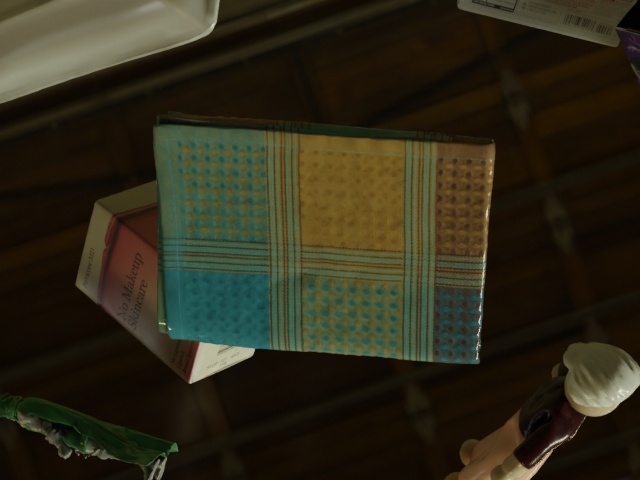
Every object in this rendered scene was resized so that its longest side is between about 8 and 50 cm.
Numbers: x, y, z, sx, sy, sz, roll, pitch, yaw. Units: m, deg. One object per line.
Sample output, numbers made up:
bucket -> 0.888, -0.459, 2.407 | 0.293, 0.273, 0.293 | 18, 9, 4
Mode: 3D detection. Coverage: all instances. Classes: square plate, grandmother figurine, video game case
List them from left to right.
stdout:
square plate -> -0.168, -0.286, 1.064 | 0.049, 0.347, 0.344 | 8, 171, -36
grandmother figurine -> 0.278, 0.223, 1.874 | 0.342, 0.104, 0.208 | -51, -168, 51
video game case -> 0.314, -0.366, 1.979 | 0.227, 0.206, 0.026 | 13, -141, -5

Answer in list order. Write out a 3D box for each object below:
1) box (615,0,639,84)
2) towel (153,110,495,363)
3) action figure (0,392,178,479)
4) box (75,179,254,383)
box -> 0.503, -0.228, 1.994 | 0.108, 0.207, 0.153 | -48, -139, -16
towel -> 0.000, 0.000, 1.684 | 0.370, 0.271, 0.040 | 4, -159, 6
action figure -> -0.310, 0.247, 1.943 | 0.232, 0.063, 0.137 | 21, 179, 11
box -> -0.189, 0.050, 1.984 | 0.127, 0.232, 0.149 | -22, 140, -46
